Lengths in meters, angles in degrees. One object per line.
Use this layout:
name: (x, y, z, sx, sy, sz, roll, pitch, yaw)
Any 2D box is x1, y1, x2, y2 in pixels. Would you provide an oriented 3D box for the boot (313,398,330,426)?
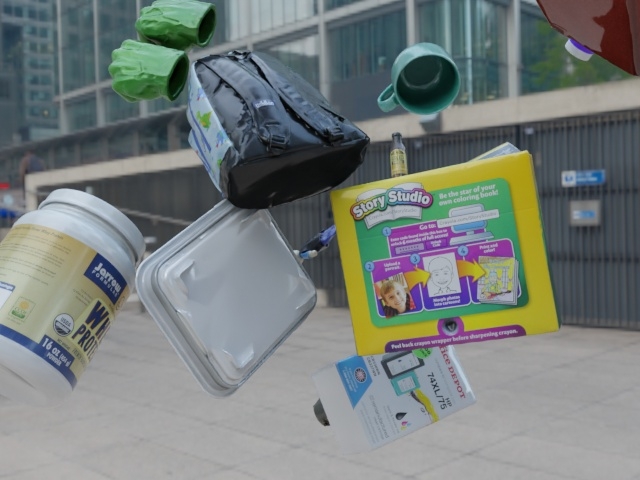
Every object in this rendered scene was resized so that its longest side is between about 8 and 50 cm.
boot: (0.047, 0.438, 1.891, 0.077, 0.137, 0.198, 16, 32, -25)

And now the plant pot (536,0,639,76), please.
plant pot: (0.375, -0.351, 0.879, 0.267, 0.235, 0.267, -28, 43, -6)

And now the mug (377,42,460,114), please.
mug: (0.193, -0.328, 1.541, 0.158, 0.129, 0.097, -1, 33, -2)

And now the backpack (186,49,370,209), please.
backpack: (-0.122, -0.220, 1.462, 0.290, 0.355, 0.273, -17, -28, -27)

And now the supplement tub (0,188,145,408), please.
supplement tub: (-0.451, 0.092, 1.286, 0.228, 0.316, 0.228, 18, -32, 11)

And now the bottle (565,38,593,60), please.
bottle: (0.662, -0.540, 1.738, 0.118, 0.282, 0.092, 21, 39, -11)

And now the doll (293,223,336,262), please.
doll: (0.000, 0.000, 1.833, 0.189, 0.046, 0.129, -39, 10, 20)

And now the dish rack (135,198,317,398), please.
dish rack: (-0.142, 0.086, 1.378, 0.072, 0.285, 0.333, -19, 17, 44)

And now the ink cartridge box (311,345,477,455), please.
ink cartridge box: (0.158, 0.326, 1.701, 0.270, 0.198, 0.197, -19, -11, -22)

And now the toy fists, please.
toy fists: (-0.316, -0.380, 1.530, 0.142, 0.279, 0.096, 14, -32, 11)

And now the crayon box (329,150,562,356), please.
crayon box: (0.223, 0.029, 1.393, 0.363, 0.313, 0.106, -10, -3, 19)

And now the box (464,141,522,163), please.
box: (0.344, -0.082, 1.857, 0.079, 0.257, 0.322, 41, 42, 22)

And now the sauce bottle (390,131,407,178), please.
sauce bottle: (0.196, -0.212, 1.953, 0.042, 0.128, 0.042, -4, -17, -1)
